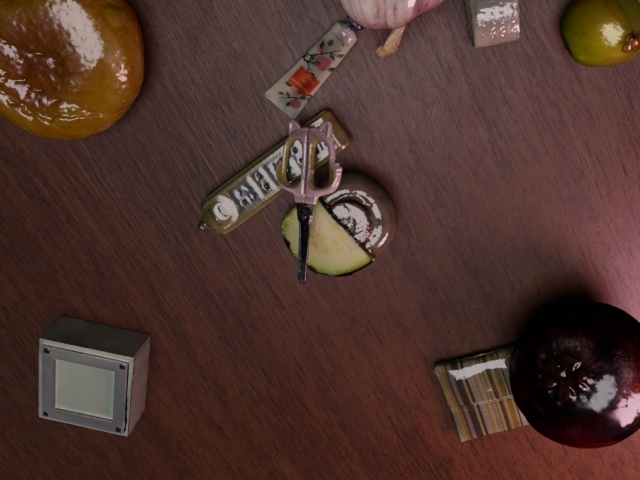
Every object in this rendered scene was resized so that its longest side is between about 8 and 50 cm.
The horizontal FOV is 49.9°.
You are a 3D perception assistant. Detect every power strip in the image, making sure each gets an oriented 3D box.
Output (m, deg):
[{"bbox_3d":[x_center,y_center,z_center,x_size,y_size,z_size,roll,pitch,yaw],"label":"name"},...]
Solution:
[{"bbox_3d":[-0.113,-0.127,1.422,0.387,0.066,0.092,-34,101,19],"label":"power strip"}]

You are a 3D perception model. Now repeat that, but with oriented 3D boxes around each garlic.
[{"bbox_3d":[0.124,-0.428,1.204,0.244,0.245,0.253,2,136,7],"label":"garlic"}]

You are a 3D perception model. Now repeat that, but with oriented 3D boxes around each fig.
[{"bbox_3d":[0.502,-0.375,1.215,0.152,0.120,0.136,20,120,25],"label":"fig"}]

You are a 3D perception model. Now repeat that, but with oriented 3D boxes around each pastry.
[{"bbox_3d":[-0.512,-0.361,1.332,0.355,0.164,0.356,2,110,5],"label":"pastry"}]

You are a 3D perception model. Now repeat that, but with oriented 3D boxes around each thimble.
[{"bbox_3d":[0.308,-0.410,1.234,0.090,0.102,0.115,-8,81,11],"label":"thimble"}]

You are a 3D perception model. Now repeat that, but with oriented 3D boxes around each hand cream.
[{"bbox_3d":[-0.009,-0.340,1.337,0.080,0.050,0.234,39,117,-14],"label":"hand cream"}]

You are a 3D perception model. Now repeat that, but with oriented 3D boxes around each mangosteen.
[{"bbox_3d":[0.535,0.263,1.388,0.297,0.293,0.297,10,109,32],"label":"mangosteen"}]

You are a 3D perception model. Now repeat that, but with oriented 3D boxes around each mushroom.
[{"bbox_3d":[0.083,-0.069,1.382,0.188,0.141,0.117,44,92,-4],"label":"mushroom"}]

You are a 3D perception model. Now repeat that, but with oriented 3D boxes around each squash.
[{"bbox_3d":[0.013,-0.016,1.453,0.192,0.085,0.184,48,140,-15],"label":"squash"}]

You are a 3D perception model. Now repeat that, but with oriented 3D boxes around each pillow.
[{"bbox_3d":[0.383,0.345,1.545,0.212,0.052,0.208,-18,104,13],"label":"pillow"}]

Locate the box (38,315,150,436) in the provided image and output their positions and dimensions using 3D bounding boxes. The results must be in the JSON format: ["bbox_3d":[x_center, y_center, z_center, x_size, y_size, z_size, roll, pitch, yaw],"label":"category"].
[{"bbox_3d":[-0.535,0.324,1.627,0.224,0.117,0.225,11,112,3],"label":"box"}]

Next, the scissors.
[{"bbox_3d":[-0.028,-0.073,1.338,0.160,0.024,0.318,8,98,35],"label":"scissors"}]
